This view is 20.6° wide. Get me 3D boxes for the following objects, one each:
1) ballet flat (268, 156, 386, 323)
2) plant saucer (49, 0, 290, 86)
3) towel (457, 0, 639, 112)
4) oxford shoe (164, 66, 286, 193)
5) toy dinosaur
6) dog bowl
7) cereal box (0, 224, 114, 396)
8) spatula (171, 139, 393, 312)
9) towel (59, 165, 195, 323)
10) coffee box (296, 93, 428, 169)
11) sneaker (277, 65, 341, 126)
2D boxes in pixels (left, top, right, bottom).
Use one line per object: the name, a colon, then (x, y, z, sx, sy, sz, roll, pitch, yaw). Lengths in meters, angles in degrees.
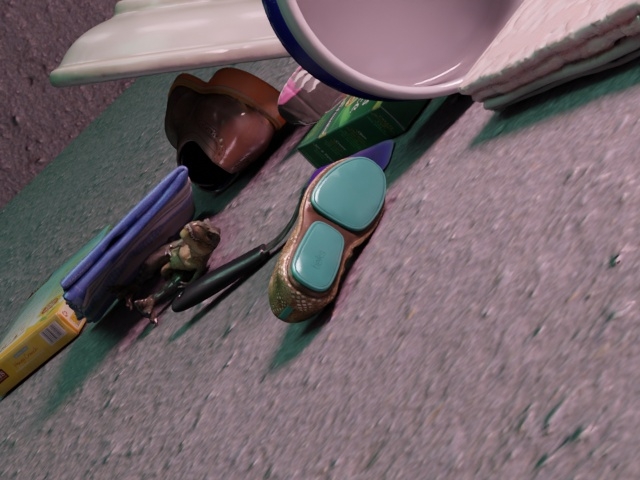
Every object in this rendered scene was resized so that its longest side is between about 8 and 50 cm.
ballet flat: (0.000, 0.000, 1.552, 0.067, 0.073, 0.206, -53, 2, 40)
plant saucer: (-0.150, -0.267, 2.241, 0.400, 0.100, 0.400, -8, 6, 1)
towel: (0.287, -0.252, 1.460, 0.317, 0.053, 0.332, -52, 14, -23)
oxford shoe: (-0.153, -0.134, 2.285, 0.132, 0.130, 0.364, -60, 12, -11)
toy dinosaur: (-0.176, 0.034, 2.003, 0.118, 0.064, 0.268, -45, 8, -14)
dog bowl: (0.075, -0.263, 1.667, 0.265, 0.265, 0.104, -48, 11, -9)
cereal box: (-0.358, 0.093, 2.382, 0.173, 0.047, 0.240, -38, 15, 28)
spatula: (-0.045, -0.008, 1.780, 0.296, 0.030, 0.084, -39, 17, 25)
towel: (-0.223, 0.010, 2.098, 0.209, 0.034, 0.285, -46, -3, -8)
coffee box: (0.058, -0.142, 1.844, 0.113, 0.040, 0.184, -52, 15, -26)
sneaker: (0.021, -0.196, 2.098, 0.178, 0.072, 0.077, -41, 0, -16)
